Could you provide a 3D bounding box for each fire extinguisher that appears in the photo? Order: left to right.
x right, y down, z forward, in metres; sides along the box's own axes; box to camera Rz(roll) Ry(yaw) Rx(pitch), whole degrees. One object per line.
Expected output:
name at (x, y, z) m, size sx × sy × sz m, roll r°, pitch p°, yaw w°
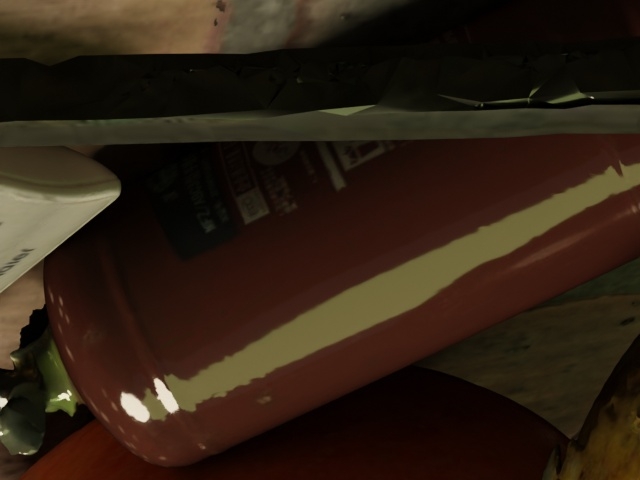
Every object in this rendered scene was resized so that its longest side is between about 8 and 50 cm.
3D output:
fire extinguisher at (0.000, 0.000, 0.758) m, size 0.337 × 0.135 × 0.114 m, roll -25°, pitch 110°, yaw 5°

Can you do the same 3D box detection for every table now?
table at (0.021, -0.154, 0.261) m, size 0.335 × 0.222 × 0.272 m, roll -1°, pitch 161°, yaw 1°

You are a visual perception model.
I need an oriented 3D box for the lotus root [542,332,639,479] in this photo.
lotus root at (0.231, 0.060, 0.747) m, size 0.397 × 0.179 × 0.196 m, roll -35°, pitch 154°, yaw -26°

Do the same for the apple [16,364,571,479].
apple at (-0.017, 0.229, 0.869) m, size 0.364 × 0.364 × 0.364 m, roll -16°, pitch 151°, yaw -9°

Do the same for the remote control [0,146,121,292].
remote control at (-0.219, -0.031, 0.626) m, size 0.313 × 0.055 × 0.109 m, roll 13°, pitch 146°, yaw -39°
